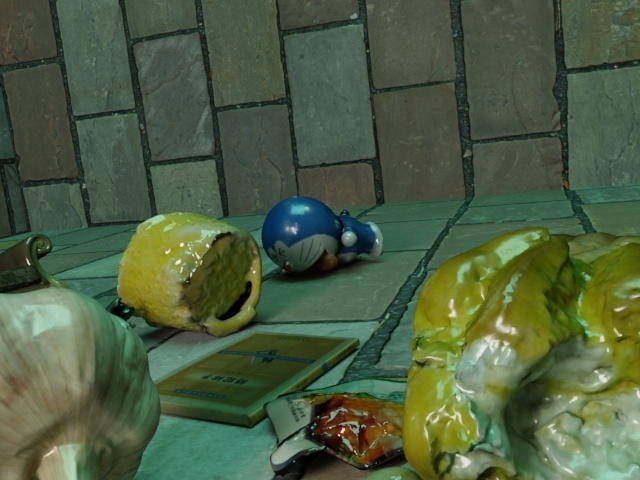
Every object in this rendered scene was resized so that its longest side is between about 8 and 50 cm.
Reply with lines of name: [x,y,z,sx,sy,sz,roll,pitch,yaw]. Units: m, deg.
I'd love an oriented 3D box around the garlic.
garlic: [-0.187,0.147,0.435,0.199,0.199,0.226,-12,28,-32]

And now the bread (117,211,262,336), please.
bread: [-0.193,0.053,1.001,0.197,0.197,0.171,-15,19,-43]

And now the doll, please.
doll: [0.000,0.000,1.360,0.257,0.161,0.215,7,-13,-32]

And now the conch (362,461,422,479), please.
conch: [0.039,0.171,0.411,0.180,0.065,0.088,-17,14,-41]

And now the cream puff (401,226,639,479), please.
cream puff: [0.163,0.083,0.420,0.221,0.194,0.194,22,9,-1]

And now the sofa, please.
sofa: [-0.553,0.067,1.001,0.200,0.182,0.258,-23,-1,28]

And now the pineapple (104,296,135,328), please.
pineapple: [-0.371,0.132,0.917,0.221,0.083,0.103,-7,5,-8]

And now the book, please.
book: [-0.081,0.153,0.778,0.170,0.018,0.242,-1,10,30]

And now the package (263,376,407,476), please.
package: [0.061,0.156,0.590,0.232,0.040,0.166,-6,8,-1]

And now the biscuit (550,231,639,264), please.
biscuit: [0.318,0.061,0.815,0.296,0.101,0.296,-6,12,1]
